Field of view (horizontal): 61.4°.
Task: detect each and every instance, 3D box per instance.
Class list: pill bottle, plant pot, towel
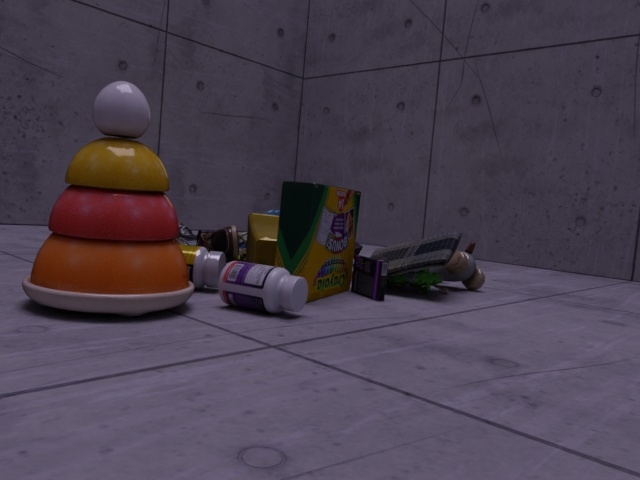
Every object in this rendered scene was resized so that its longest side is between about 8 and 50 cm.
[{"bbox_3d":[-0.131,0.111,1.254,0.193,0.108,0.108,7,4,27],"label":"pill bottle"},{"bbox_3d":[-0.131,0.045,1.683,0.211,0.213,0.187,5,14,-6],"label":"plant pot"},{"bbox_3d":[-0.372,0.071,1.475,0.208,0.119,0.119,5,3,4],"label":"pill bottle"},{"bbox_3d":[0.295,0.061,1.796,0.323,0.056,0.312,-13,12,25],"label":"towel"}]

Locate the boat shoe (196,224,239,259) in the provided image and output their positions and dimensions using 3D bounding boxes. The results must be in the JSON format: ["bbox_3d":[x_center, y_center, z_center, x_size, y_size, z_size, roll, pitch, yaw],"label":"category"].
[{"bbox_3d":[-0.384,0.025,1.947,0.123,0.124,0.342,-4,-7,-26],"label":"boat shoe"}]

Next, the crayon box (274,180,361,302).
[{"bbox_3d":[0.000,0.000,1.558,0.105,0.314,0.363,7,4,23],"label":"crayon box"}]

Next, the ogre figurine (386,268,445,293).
[{"bbox_3d":[0.325,0.128,1.784,0.196,0.097,0.118,24,-18,-21],"label":"ogre figurine"}]

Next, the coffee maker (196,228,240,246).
[{"bbox_3d":[-0.466,0.018,2.426,0.178,0.120,0.171,5,-20,-23],"label":"coffee maker"}]

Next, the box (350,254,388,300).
[{"bbox_3d":[0.145,0.109,1.615,0.029,0.116,0.162,5,3,-27],"label":"box"}]

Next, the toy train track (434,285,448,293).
[{"bbox_3d":[0.415,0.172,1.836,0.048,0.014,0.083,12,8,-11],"label":"toy train track"}]

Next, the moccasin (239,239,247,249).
[{"bbox_3d":[-0.222,0.023,2.347,0.341,0.138,0.116,3,-1,-37],"label":"moccasin"}]

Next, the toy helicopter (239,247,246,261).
[{"bbox_3d":[-0.224,0.036,2.083,0.354,0.140,0.235,-11,-23,31],"label":"toy helicopter"}]

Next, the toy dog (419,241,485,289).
[{"bbox_3d":[0.456,0.074,2.021,0.333,0.161,0.220,12,-26,29],"label":"toy dog"}]

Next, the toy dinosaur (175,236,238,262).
[{"bbox_3d":[-0.415,0.061,1.800,0.313,0.121,0.160,29,-4,-14],"label":"toy dinosaur"}]

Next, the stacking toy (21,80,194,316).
[{"bbox_3d":[-0.436,-0.097,1.169,0.350,0.481,0.350,5,3,0],"label":"stacking toy"}]

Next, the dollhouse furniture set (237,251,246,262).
[{"bbox_3d":[-0.275,0.099,1.952,0.076,0.059,0.152,12,21,-12],"label":"dollhouse furniture set"}]

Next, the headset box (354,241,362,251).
[{"bbox_3d":[0.038,0.017,2.299,0.293,0.110,0.218,33,12,14],"label":"headset box"}]

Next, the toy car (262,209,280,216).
[{"bbox_3d":[-0.270,0.000,2.590,0.237,0.219,0.210,-24,-2,12],"label":"toy car"}]

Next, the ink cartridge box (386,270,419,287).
[{"bbox_3d":[0.273,0.127,1.934,0.109,0.063,0.150,7,4,34],"label":"ink cartridge box"}]

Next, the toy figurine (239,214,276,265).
[{"bbox_3d":[-0.066,-0.019,1.853,0.217,0.192,0.362,-17,6,46],"label":"toy figurine"}]

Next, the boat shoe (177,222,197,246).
[{"bbox_3d":[-0.677,-0.025,2.578,0.334,0.119,0.121,6,4,18],"label":"boat shoe"}]
